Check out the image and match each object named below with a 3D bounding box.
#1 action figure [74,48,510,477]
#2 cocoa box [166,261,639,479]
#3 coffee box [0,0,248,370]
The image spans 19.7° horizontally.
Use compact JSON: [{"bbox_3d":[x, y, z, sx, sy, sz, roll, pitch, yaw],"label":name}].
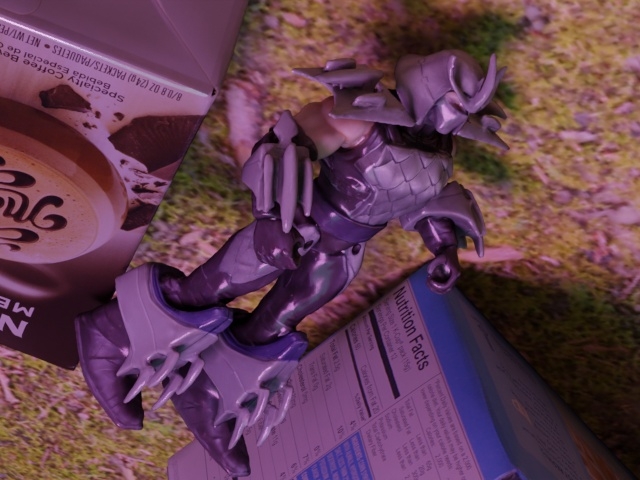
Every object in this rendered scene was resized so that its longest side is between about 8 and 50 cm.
[{"bbox_3d":[0.000,0.000,0.975,0.185,0.099,0.285,17,127,-44],"label":"action figure"},{"bbox_3d":[0.105,0.234,1.147,0.228,0.231,0.347,-38,119,12],"label":"cocoa box"},{"bbox_3d":[-0.162,-0.066,1.014,0.168,0.119,0.297,20,145,-9],"label":"coffee box"}]
